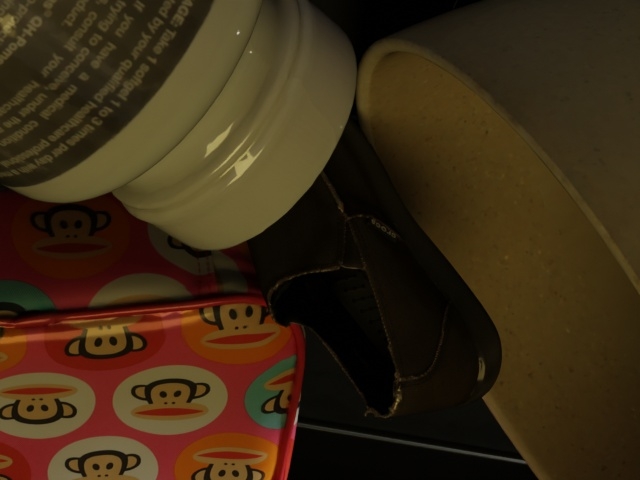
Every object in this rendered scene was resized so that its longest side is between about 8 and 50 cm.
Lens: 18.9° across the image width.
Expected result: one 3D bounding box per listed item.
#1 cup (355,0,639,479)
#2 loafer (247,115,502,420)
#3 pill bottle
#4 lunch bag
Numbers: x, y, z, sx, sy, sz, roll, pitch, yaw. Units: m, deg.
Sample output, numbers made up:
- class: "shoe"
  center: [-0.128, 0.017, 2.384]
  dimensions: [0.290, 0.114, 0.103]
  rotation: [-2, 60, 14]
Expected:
- class: "cup"
  center: [0.204, -0.007, 0.936]
  dimensions: [0.237, 0.331, 0.331]
  rotation: [-30, 136, -11]
- class: "loafer"
  center: [0.000, 0.000, 0.967]
  dimensions: [0.078, 0.220, 0.080]
  rotation: [-27, 159, -44]
- class: "pill bottle"
  center: [-0.135, -0.126, 0.834]
  dimensions: [0.176, 0.176, 0.318]
  rotation: [-36, 128, 26]
- class: "lunch bag"
  center: [-0.157, 0.087, 1.082]
  dimensions: [0.293, 0.120, 0.258]
  rotation: [0, 135, -9]
